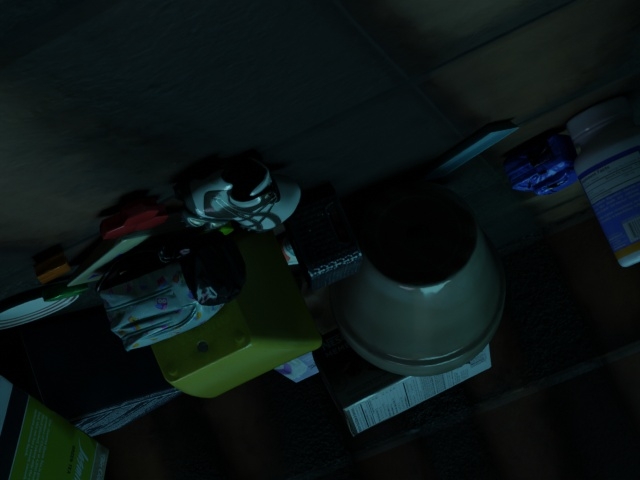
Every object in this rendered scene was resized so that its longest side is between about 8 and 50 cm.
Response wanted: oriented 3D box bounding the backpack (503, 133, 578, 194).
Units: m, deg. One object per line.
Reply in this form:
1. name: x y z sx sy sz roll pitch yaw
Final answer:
1. backpack: 0.397 -0.131 1.704 0.120 0.101 0.098 -24 165 33

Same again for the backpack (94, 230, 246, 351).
1. backpack: -0.199 0.066 1.219 0.182 0.115 0.152 -22 174 19

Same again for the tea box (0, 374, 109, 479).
1. tea box: -0.546 0.361 1.364 0.329 0.220 0.323 -13 140 21

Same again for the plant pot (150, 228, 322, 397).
1. plant pot: -0.154 0.107 1.379 0.212 0.212 0.187 -27 171 14

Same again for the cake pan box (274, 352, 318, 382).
1. cake pan box: -0.083 0.214 2.146 0.267 0.246 0.070 -34 -151 54

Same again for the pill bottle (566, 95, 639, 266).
1. pill bottle: 0.533 -0.104 1.627 0.152 0.272 0.152 -22 170 -4

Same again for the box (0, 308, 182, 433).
1. box: -0.432 0.248 1.651 0.294 0.182 0.296 -12 164 -46

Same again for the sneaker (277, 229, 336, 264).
1. sneaker: -0.014 0.007 1.652 0.161 0.057 0.075 -9 170 -45

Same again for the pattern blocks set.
1. pattern blocks set: -0.236 0.006 1.225 0.325 0.026 0.285 -30 168 38

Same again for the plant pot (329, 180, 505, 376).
1. plant pot: 0.165 0.040 1.612 0.323 0.323 0.280 -22 156 -5

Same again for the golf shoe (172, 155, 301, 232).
1. golf shoe: -0.074 -0.056 1.105 0.094 0.077 0.198 -30 169 37

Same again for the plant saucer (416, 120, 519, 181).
1. plant saucer: 0.230 -0.141 1.505 0.067 0.018 0.192 -15 169 -37

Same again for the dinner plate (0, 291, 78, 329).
1. dinner plate: -0.416 0.096 1.348 0.141 0.017 0.141 -21 171 -4

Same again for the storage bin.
1. storage bin: 0.000 0.000 1.444 0.084 0.122 0.180 -22 171 -4

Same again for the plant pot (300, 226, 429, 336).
1. plant pot: 0.138 0.122 2.002 0.306 0.333 0.334 2 157 -40

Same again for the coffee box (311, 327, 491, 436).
1. coffee box: 0.148 0.215 1.773 0.297 0.168 0.119 -25 142 -5

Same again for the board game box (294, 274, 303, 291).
1. board game box: -0.087 0.132 2.231 0.092 0.043 0.181 -20 170 -9
